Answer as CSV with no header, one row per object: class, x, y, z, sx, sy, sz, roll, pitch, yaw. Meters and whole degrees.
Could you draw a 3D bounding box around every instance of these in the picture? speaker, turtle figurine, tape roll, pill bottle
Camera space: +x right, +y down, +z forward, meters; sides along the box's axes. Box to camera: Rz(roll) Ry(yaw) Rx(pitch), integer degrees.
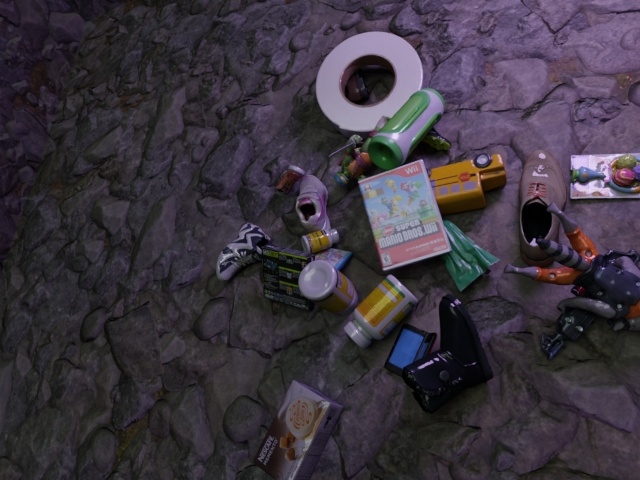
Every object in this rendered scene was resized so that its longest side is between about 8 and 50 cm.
speaker,0.271,-0.350,1.456,0.131,0.131,0.296,22,58,34
turtle figurine,0.173,-0.264,1.526,0.198,0.275,0.266,45,87,1
tape roll,0.173,-0.555,1.674,0.391,0.072,0.393,-3,77,14
pill bottle,0.000,0.000,1.544,0.116,0.065,0.065,-18,54,-17
pill bottle,0.031,0.147,1.389,0.119,0.208,0.119,-11,62,22
pill bottle,0.169,0.209,1.344,0.208,0.117,0.117,-46,55,1

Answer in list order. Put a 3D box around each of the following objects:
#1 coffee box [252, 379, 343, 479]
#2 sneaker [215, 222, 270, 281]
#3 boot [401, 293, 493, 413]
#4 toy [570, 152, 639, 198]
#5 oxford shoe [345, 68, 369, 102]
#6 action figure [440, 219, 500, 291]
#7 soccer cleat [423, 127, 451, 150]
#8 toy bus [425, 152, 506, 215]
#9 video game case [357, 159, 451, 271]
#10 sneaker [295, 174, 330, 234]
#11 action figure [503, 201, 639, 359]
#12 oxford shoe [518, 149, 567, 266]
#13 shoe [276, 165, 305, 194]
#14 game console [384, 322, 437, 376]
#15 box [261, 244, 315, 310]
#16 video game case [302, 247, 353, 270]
coffee box,-0.061,0.544,1.315,0.141,0.098,0.247,21,78,34
sneaker,-0.262,0.059,1.655,0.153,0.094,0.235,23,69,42
boot,0.297,0.284,1.173,0.207,0.094,0.247,-22,88,-13
toy,0.797,-0.182,1.238,0.237,0.056,0.137,1,69,28
oxford shoe,0.117,-0.625,1.793,0.096,0.083,0.227,-19,59,21
action figure,0.388,0.020,1.352,0.137,0.063,0.232,-39,59,8
soccer cleat,0.363,-0.351,1.548,0.178,0.060,0.072,31,73,36
toy bus,0.385,-0.154,1.409,0.332,0.108,0.130,-11,63,23
video game case,0.242,-0.073,1.367,0.203,0.025,0.286,-18,76,14
sneaker,-0.031,-0.132,1.615,0.102,0.111,0.253,-22,58,17
action figure,0.611,0.122,1.099,0.330,0.178,0.341,33,89,9
oxford shoe,0.599,-0.111,1.262,0.122,0.130,0.349,-3,66,27
shoe,-0.110,-0.214,1.686,0.081,0.063,0.178,-67,16,-8
game console,0.245,0.304,1.281,0.085,0.124,0.144,25,79,7
box,-0.105,0.118,1.516,0.190,0.045,0.184,10,108,32
video game case,0.006,0.058,1.523,0.166,0.015,0.119,11,34,31
